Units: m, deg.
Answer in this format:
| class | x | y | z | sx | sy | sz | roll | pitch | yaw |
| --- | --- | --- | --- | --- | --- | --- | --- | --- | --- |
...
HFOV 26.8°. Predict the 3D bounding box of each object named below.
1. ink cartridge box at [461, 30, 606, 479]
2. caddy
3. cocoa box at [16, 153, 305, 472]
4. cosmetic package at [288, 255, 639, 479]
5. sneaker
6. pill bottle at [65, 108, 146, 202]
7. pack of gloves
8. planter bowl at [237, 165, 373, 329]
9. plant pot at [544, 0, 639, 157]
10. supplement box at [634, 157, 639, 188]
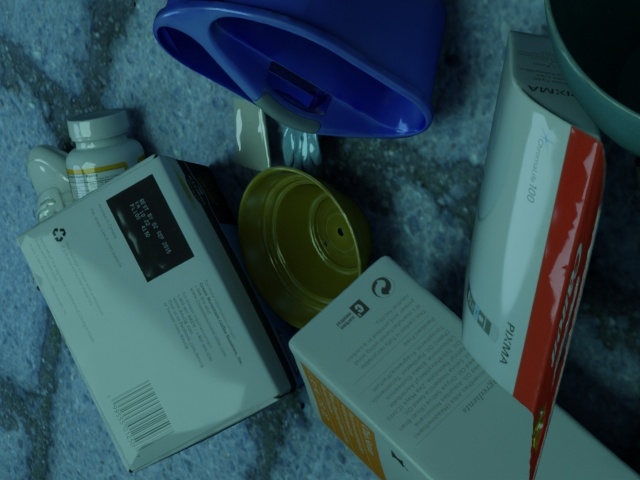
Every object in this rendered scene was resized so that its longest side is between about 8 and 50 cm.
| class | x | y | z | sx | sy | sz | roll | pitch | yaw |
| --- | --- | --- | --- | --- | --- | --- | --- | --- | --- |
| ink cartridge box | 0.196 | 0.007 | 1.307 | 0.091 | 0.385 | 0.308 | 10 | 119 | 4 |
| caddy | -0.019 | -0.210 | 1.459 | 0.241 | 0.341 | 0.179 | 0 | 71 | 46 |
| cocoa box | -0.197 | 0.093 | 1.786 | 0.231 | 0.228 | 0.347 | -29 | 84 | 10 |
| cosmetic package | 0.182 | 0.250 | 1.504 | 0.453 | 0.161 | 0.230 | 41 | 164 | 26 |
| sneaker | -0.387 | -0.008 | 2.057 | 0.114 | 0.152 | 0.305 | -39 | 77 | 49 |
| pill bottle | -0.308 | -0.082 | 1.966 | 0.117 | 0.117 | 0.208 | 5 | 111 | 45 |
| pack of gloves | -0.049 | -0.200 | 1.719 | 0.195 | 0.046 | 0.232 | 18 | 117 | 53 |
| planter bowl | 0.000 | 0.000 | 1.702 | 0.217 | 0.090 | 0.217 | 21 | 121 | 39 |
| plant pot | 0.338 | -0.173 | 1.175 | 0.290 | 0.290 | 0.195 | 46 | 169 | 22 |
| supplement box | 0.366 | -0.050 | 1.325 | 0.083 | 0.056 | 0.083 | -2 | 105 | 46 |
